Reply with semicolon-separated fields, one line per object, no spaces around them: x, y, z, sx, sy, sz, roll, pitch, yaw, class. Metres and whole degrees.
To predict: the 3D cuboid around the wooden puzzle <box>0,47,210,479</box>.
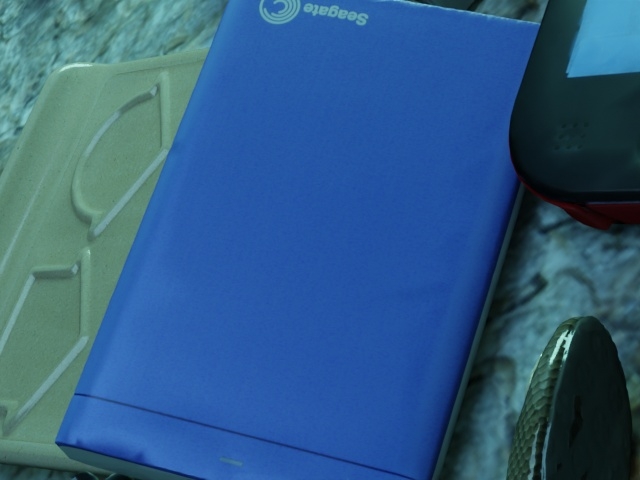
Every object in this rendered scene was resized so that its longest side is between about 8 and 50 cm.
-0.101;0.014;1.103;0.348;0.080;0.322;1;61;41;wooden puzzle

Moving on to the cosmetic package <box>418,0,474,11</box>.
0.109;-0.277;1.095;0.238;0.107;0.127;-48;39;-1;cosmetic package

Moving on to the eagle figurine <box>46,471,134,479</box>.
-0.215;0.281;0.947;0.226;0.225;0.298;31;45;14;eagle figurine

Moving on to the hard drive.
0.000;0.000;0.954;0.210;0.040;0.318;12;67;17;hard drive

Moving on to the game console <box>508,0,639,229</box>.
0.285;-0.182;0.873;0.342;0.060;0.386;-3;59;45;game console

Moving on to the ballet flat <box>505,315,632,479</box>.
0.101;0.153;0.779;0.058;0.084;0.250;-9;60;40;ballet flat
